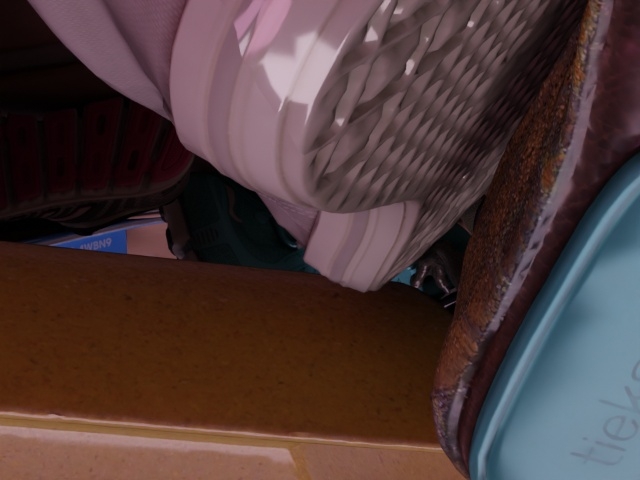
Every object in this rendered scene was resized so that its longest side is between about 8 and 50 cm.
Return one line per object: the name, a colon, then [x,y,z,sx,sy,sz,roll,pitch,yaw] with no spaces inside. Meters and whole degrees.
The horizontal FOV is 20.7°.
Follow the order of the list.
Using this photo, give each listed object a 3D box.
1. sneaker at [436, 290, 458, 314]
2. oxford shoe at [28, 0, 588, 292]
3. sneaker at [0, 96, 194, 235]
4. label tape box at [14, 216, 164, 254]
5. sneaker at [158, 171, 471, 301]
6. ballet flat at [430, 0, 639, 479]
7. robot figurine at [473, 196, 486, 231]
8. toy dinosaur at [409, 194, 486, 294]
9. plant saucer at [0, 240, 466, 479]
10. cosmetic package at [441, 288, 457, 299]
sneaker: [0.127,0.065,1.080,0.286,0.109,0.130,-29,157,-17]
oxford shoe: [0.014,-0.079,0.532,0.130,0.169,0.449,39,-177,11]
sneaker: [-0.142,-0.032,0.874,0.170,0.063,0.075,-6,162,4]
label tape box: [-0.267,0.079,1.132,0.249,0.115,0.348,-16,-178,-38]
sneaker: [0.000,0.000,1.020,0.110,0.107,0.275,-28,162,24]
ballet flat: [0.117,-0.056,0.428,0.123,0.123,0.348,4,139,-19]
robot figurine: [0.186,-0.004,0.672,0.278,0.209,0.173,-13,141,-54]
toy dinosaur: [0.110,0.028,0.953,0.268,0.064,0.118,42,169,-4]
plant saucer: [-0.101,0.076,0.751,0.333,0.081,0.333,6,162,-13]
cosmetic package: [0.066,0.229,1.321,0.327,0.393,0.329,3,168,-16]
